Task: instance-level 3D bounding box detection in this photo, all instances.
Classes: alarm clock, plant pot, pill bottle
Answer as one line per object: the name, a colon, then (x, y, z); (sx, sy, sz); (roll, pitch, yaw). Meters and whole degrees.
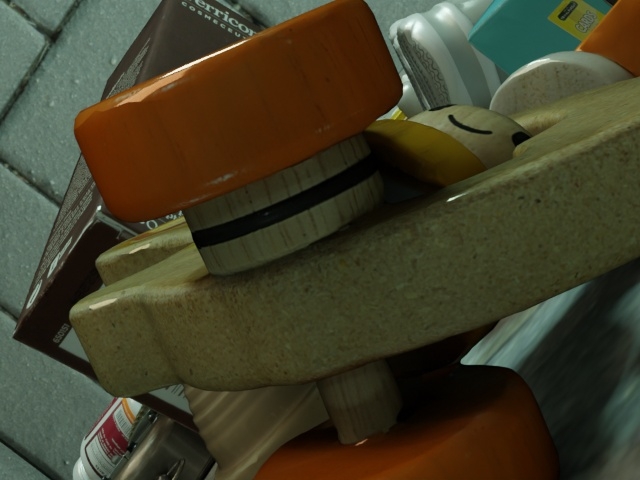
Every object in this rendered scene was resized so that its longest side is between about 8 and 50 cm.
alarm clock: (-0.132, 0.187, 1.065); (0.129, 0.064, 0.192); (-53, 7, -17)
plant pot: (-0.004, 0.021, 0.719); (0.237, 0.109, 0.237); (-51, 5, 6)
pill bottle: (-0.187, 0.201, 1.362); (0.152, 0.086, 0.086); (-49, 5, 34)

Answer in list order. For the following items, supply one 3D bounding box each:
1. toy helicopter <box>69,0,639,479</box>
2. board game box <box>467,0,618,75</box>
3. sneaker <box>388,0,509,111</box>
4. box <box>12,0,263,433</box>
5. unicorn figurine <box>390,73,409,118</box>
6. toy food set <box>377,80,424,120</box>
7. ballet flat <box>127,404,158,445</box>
toy helicopter: (0.012, -0.011, 0.493); (0.235, 0.140, 0.355); (-28, 9, -24)
board game box: (0.205, -0.200, 0.506); (0.254, 0.079, 0.336); (-53, 4, -19)
sneaker: (0.116, -0.116, 0.878); (0.115, 0.105, 0.281); (-25, 6, 4)
box: (-0.093, -0.037, 1.087); (0.143, 0.191, 0.381); (-51, 19, 29)
unicorn figurine: (0.082, -0.121, 1.454); (0.111, 0.060, 0.162); (-47, 23, 48)
toy food set: (0.118, -0.182, 1.250); (0.306, 0.092, 0.220); (-50, 5, 16)
ballet flat: (-0.097, 0.110, 1.243); (0.250, 0.084, 0.058); (-57, 4, 11)
